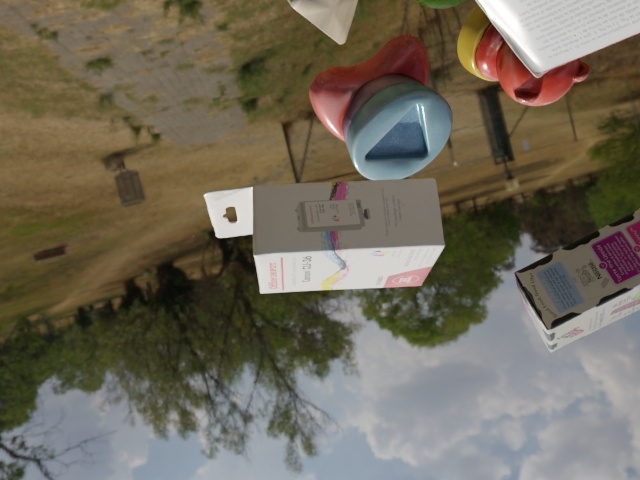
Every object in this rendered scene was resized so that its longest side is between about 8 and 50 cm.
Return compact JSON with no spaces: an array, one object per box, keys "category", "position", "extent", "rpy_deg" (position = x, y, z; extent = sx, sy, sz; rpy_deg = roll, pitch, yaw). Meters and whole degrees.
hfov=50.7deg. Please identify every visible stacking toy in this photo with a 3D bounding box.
[{"category":"stacking toy","position":[0.135,-0.208,0.751],"extent":[0.309,0.130,0.279],"rpy_deg":[-31,141,6]}]

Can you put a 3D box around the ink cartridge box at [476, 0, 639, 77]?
[{"category":"ink cartridge box","position":[0.226,-0.270,0.333],"extent":[0.309,0.272,0.130],"rpy_deg":[-16,137,44]}]

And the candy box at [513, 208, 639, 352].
[{"category":"candy box","position":[0.329,0.027,0.713],"extent":[0.233,0.071,0.159],"rpy_deg":[-29,156,9]}]

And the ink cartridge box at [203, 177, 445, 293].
[{"category":"ink cartridge box","position":[0.000,0.000,0.607],"extent":[0.198,0.067,0.115],"rpy_deg":[-2,159,-3]}]
